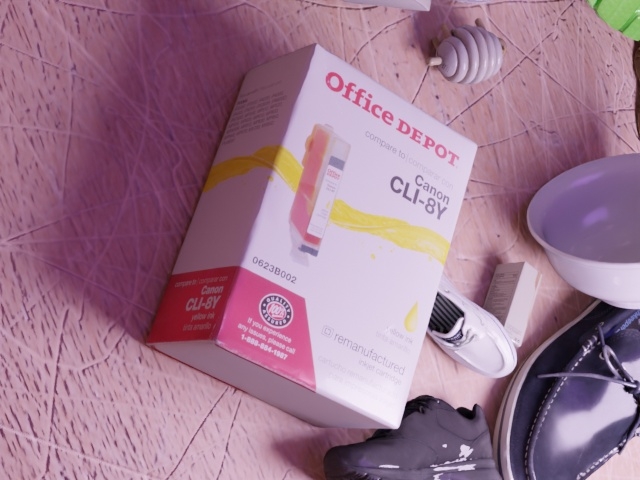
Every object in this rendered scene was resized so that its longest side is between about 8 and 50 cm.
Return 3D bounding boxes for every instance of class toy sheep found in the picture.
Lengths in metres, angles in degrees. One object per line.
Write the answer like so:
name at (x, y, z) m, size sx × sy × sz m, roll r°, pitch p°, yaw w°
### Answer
toy sheep at (0.201, -0.257, 1.760) m, size 0.132 × 0.091 × 0.091 m, roll -15°, pitch 93°, yaw -22°

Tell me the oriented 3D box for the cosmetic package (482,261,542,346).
cosmetic package at (0.261, 0.089, 1.768) m, size 0.041 × 0.060 × 0.115 m, roll 34°, pitch 67°, yaw -29°

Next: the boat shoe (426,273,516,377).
boat shoe at (0.171, 0.111, 1.677) m, size 0.226 × 0.083 × 0.076 m, roll 42°, pitch 22°, yaw -12°

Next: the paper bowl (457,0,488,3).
paper bowl at (0.234, -0.485, 1.775) m, size 0.284 × 0.148 × 0.284 m, roll 5°, pitch 82°, yaw -34°

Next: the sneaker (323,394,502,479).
sneaker at (0.112, 0.261, 1.624) m, size 0.286 × 0.109 × 0.130 m, roll 8°, pitch 72°, yaw -44°

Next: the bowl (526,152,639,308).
bowl at (0.448, 0.003, 1.804) m, size 0.298 × 0.298 × 0.134 m, roll -38°, pitch 127°, yaw -33°

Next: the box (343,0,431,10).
box at (0.083, -0.417, 1.599) m, size 0.148 × 0.127 × 0.232 m, roll -9°, pitch 108°, yaw -73°

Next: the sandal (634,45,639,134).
sandal at (0.537, -0.227, 2.012) m, size 0.049 × 0.072 × 0.180 m, roll 9°, pitch 73°, yaw -56°

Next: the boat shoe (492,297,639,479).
boat shoe at (0.416, 0.195, 1.808) m, size 0.500 × 0.156 × 0.187 m, roll -42°, pitch 110°, yaw -30°

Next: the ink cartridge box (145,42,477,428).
ink cartridge box at (0.000, 0.000, 1.530) m, size 0.279 × 0.160 × 0.384 m, roll 29°, pitch 68°, yaw -29°

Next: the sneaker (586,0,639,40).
sneaker at (0.526, -0.409, 1.960) m, size 0.483 × 0.185 × 0.202 m, roll 22°, pitch 35°, yaw -41°
